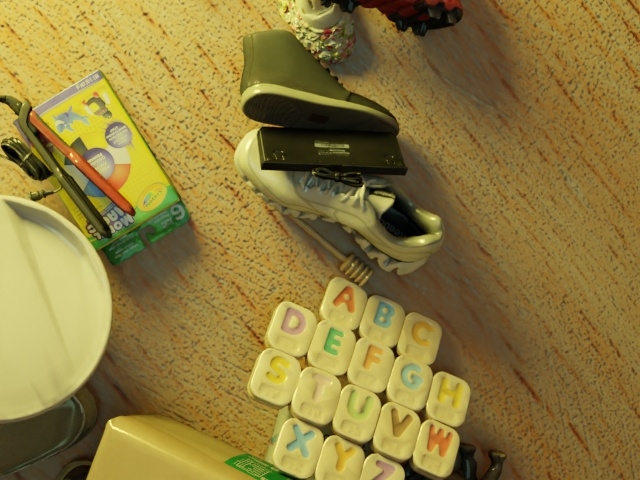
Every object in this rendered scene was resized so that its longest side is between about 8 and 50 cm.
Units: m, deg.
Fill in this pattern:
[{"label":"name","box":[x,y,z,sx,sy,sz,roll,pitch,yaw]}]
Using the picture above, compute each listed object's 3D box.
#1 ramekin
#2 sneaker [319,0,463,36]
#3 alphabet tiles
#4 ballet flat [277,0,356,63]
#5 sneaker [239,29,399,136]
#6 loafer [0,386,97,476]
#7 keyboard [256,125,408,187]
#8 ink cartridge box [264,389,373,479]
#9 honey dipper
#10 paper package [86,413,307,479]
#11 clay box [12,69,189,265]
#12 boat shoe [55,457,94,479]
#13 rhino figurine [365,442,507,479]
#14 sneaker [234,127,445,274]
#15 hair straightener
[{"label":"ramekin","box":[-0.395,0.088,1.310,0.272,0.127,0.273,6,75,-25]},{"label":"sneaker","box":[0.068,-0.347,1.344,0.276,0.097,0.135,8,80,-42]},{"label":"alphabet tiles","box":[0.054,0.191,1.391,0.284,0.021,0.278,25,58,-8]},{"label":"ballet flat","box":[-0.022,-0.337,1.383,0.091,0.077,0.241,-25,98,-3]},{"label":"sneaker","box":[0.003,-0.197,1.398,0.222,0.083,0.118,14,55,-28]},{"label":"loafer","box":[-0.413,0.254,1.378,0.268,0.092,0.102,-18,97,-5]},{"label":"keyboard","box":[0.015,-0.099,1.340,0.180,0.108,0.023,1,130,-11]},{"label":"ink cartridge box","box":[-0.003,0.284,1.440,0.127,0.072,0.175,16,93,-7]},{"label":"honey dipper","box":[0.000,0.000,1.439,0.160,0.030,0.030,39,90,-6]},{"label":"paper package","box":[-0.149,0.407,1.332,0.324,0.168,0.310,23,94,15]},{"label":"clay box","box":[-0.272,-0.088,1.385,0.127,0.053,0.222,-32,97,-2]},{"label":"boat shoe","box":[-0.348,0.387,1.406,0.080,0.073,0.224,30,90,-8]},{"label":"rhino figurine","box":[0.133,0.323,1.431,0.243,0.073,0.106,6,93,-30]},{"label":"sneaker","box":[0.031,-0.061,1.386,0.292,0.118,0.110,28,78,-9]},{"label":"hair straightener","box":[-0.334,-0.085,1.330,0.089,0.047,0.230,-45,97,3]}]
